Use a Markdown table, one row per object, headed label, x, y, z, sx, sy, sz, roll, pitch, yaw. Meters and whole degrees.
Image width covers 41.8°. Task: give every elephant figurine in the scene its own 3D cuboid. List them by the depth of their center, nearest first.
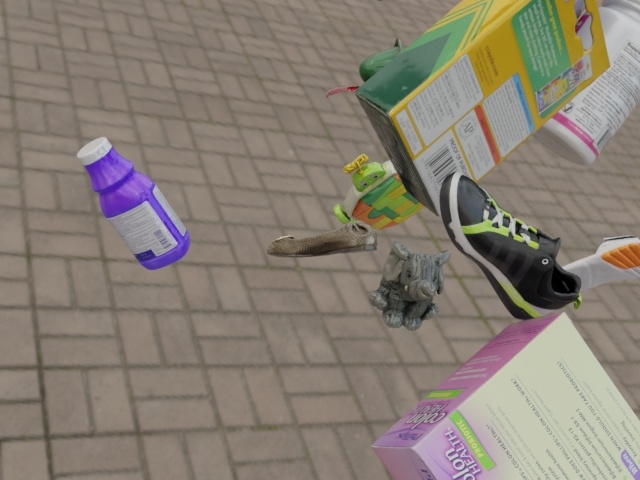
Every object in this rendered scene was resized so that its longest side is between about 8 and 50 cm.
| label | x | y | z | sx | sy | sz | roll | pitch | yaw |
| --- | --- | --- | --- | --- | --- | --- | --- | --- | --- |
| elephant figurine | 0.210 | 0.077 | 1.797 | 0.169 | 0.239 | 0.186 | -22 | 62 | -26 |

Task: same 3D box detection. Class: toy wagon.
| label | x | y | z | sx | sy | sz | roll | pitch | yaw |
| --- | --- | --- | --- | --- | --- | --- | --- | --- | --- |
| toy wagon | 0.161 | -0.125 | 2.104 | 0.344 | 0.267 | 0.068 | 24 | 34 | -61 |

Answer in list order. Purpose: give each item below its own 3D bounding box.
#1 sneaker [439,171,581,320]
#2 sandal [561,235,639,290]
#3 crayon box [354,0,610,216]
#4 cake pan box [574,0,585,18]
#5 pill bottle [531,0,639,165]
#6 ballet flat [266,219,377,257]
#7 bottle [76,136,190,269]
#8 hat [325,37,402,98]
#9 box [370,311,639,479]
| label | x | y | z | sx | sy | sz | roll | pitch | yaw |
| --- | --- | --- | --- | --- | --- | --- | --- | --- | --- |
| sneaker | 0.230 | -0.001 | 0.976 | 0.235 | 0.097 | 0.084 | 47 | 42 | -27 |
| sandal | 0.625 | 0.037 | 1.825 | 0.265 | 0.102 | 0.076 | -17 | 37 | 21 |
| crayon box | 0.220 | -0.210 | 1.095 | 0.323 | 0.203 | 0.083 | -40 | 45 | -6 |
| cake pan box | 0.371 | -0.419 | 1.298 | 0.070 | 0.267 | 0.246 | 36 | -9 | 22 |
| pill bottle | 0.463 | -0.280 | 1.386 | 0.160 | 0.283 | 0.160 | 36 | 4 | -3 |
| ballet flat | 0.000 | 0.000 | 1.546 | 0.249 | 0.058 | 0.084 | -6 | -3 | 41 |
| bottle | -0.373 | -0.073 | 1.660 | 0.283 | 0.118 | 0.092 | 58 | 20 | -28 |
| hat | 0.100 | -0.407 | 2.036 | 0.183 | 0.173 | 0.208 | 0 | -2 | -2 |
| box | 0.223 | 0.240 | 0.934 | 0.243 | 0.117 | 0.213 | -36 | 91 | -23 |
